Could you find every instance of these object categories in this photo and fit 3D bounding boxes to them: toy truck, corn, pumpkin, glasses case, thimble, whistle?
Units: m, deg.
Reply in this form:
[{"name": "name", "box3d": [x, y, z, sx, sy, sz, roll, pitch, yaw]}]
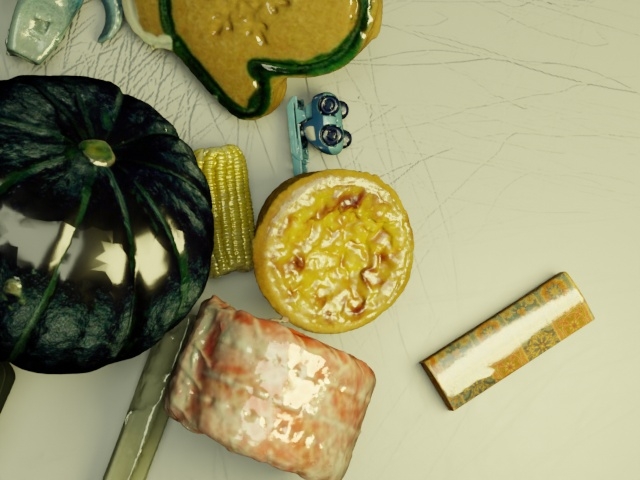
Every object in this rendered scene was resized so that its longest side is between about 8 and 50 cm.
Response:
[{"name": "toy truck", "box3d": [0.001, -0.120, 1.638, 0.074, 0.063, 0.136, -8, 83, 16]}, {"name": "corn", "box3d": [-0.124, -0.037, 1.616, 0.085, 0.063, 0.165, -10, 86, -30]}, {"name": "pumpkin", "box3d": [-0.300, -0.024, 1.470, 0.363, 0.266, 0.363, 15, 46, -17]}, {"name": "glasses case", "box3d": [0.238, 0.127, 1.630, 0.218, 0.049, 0.075, -32, 86, -7]}, {"name": "thimble", "box3d": [-0.061, 0.176, 1.515, 0.239, 0.239, 0.162, 24, 82, -1]}, {"name": "whistle", "box3d": [-0.320, -0.348, 1.622, 0.180, 0.093, 0.269, 25, 82, -27]}]

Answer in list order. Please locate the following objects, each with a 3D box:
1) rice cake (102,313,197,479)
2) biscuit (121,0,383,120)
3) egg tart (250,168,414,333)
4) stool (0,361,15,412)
[{"name": "rice cake", "box3d": [-0.210, 0.207, 1.581, 0.052, 0.057, 0.256, 20, 82, -4]}, {"name": "biscuit", "box3d": [-0.095, -0.286, 1.580, 0.343, 0.057, 0.287, 14, 117, 15]}, {"name": "egg tart", "box3d": [0.000, 0.000, 1.559, 0.202, 0.147, 0.203, -4, 104, -16]}, {"name": "stool", "box3d": [-0.486, 0.174, 1.520, 0.232, 0.141, 0.232, 1, 83, -5]}]
